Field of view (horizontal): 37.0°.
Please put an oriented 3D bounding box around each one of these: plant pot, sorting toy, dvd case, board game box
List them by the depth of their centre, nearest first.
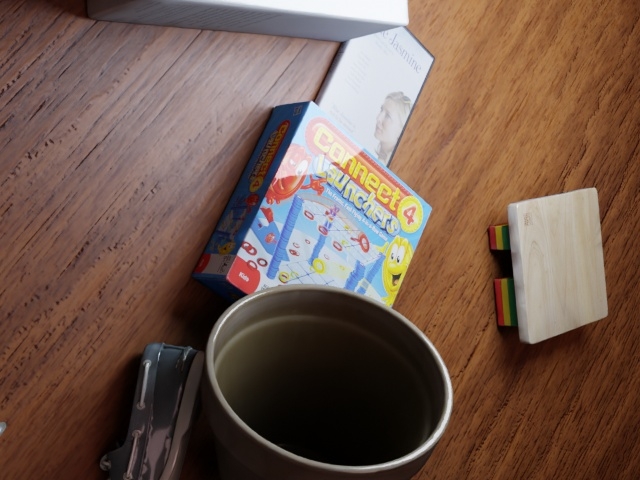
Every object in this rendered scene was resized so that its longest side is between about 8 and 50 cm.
[{"bbox_3d":[-0.018,0.266,1.293,0.323,0.323,0.280,-20,140,-39],"label":"plant pot"},{"bbox_3d":[0.000,0.000,1.457,0.308,0.086,0.302,37,67,-34],"label":"board game box"},{"bbox_3d":[0.090,-0.253,1.576,0.180,0.022,0.253,38,67,-34],"label":"dvd case"},{"bbox_3d":[0.430,0.043,1.823,0.255,0.089,0.257,-11,97,-40],"label":"sorting toy"}]

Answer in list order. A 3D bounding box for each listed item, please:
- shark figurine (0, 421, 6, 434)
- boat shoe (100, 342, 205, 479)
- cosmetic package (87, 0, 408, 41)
[{"bbox_3d":[-0.402,0.351,1.113,0.166,0.116,0.278,-74,148,-58],"label":"shark figurine"},{"bbox_3d":[-0.236,0.290,1.273,0.099,0.116,0.320,18,83,5],"label":"boat shoe"},{"bbox_3d":[-0.091,-0.414,1.331,0.453,0.161,0.230,-6,94,-41],"label":"cosmetic package"}]
